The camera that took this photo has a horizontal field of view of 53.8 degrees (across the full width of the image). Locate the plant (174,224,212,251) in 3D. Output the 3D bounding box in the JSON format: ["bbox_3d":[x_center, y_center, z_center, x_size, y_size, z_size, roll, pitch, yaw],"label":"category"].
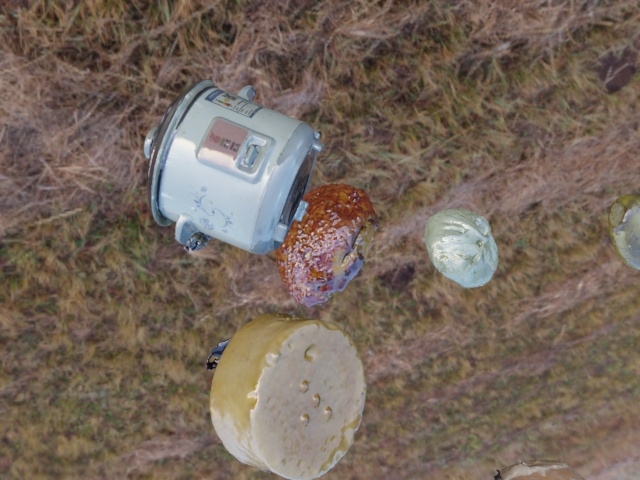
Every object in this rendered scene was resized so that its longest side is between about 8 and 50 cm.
[{"bbox_3d":[-0.308,-0.037,1.614,0.143,0.092,0.094,-38,140,-11],"label":"plant"}]

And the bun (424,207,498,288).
[{"bbox_3d":[0.351,0.008,1.518,0.212,0.204,0.126,20,142,-39],"label":"bun"}]

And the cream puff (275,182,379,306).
[{"bbox_3d":[0.002,-0.002,1.640,0.228,0.350,0.350,30,133,-10],"label":"cream puff"}]

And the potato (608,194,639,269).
[{"bbox_3d":[0.863,-0.024,1.739,0.251,0.149,0.113,49,158,-22],"label":"potato"}]

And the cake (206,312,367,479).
[{"bbox_3d":[-0.111,0.310,1.327,0.332,0.333,0.321,13,169,-42],"label":"cake"}]

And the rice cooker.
[{"bbox_3d":[-0.161,-0.127,1.095,0.316,0.317,0.264,-18,170,-2],"label":"rice cooker"}]

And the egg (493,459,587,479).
[{"bbox_3d":[0.480,0.619,1.376,0.310,0.279,0.279,-29,154,-23],"label":"egg"}]
